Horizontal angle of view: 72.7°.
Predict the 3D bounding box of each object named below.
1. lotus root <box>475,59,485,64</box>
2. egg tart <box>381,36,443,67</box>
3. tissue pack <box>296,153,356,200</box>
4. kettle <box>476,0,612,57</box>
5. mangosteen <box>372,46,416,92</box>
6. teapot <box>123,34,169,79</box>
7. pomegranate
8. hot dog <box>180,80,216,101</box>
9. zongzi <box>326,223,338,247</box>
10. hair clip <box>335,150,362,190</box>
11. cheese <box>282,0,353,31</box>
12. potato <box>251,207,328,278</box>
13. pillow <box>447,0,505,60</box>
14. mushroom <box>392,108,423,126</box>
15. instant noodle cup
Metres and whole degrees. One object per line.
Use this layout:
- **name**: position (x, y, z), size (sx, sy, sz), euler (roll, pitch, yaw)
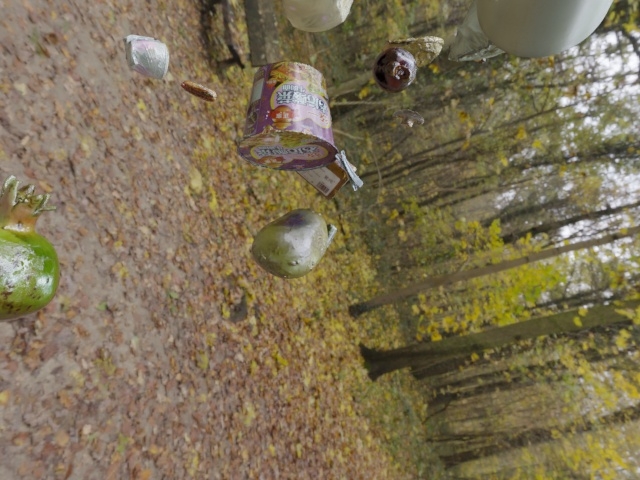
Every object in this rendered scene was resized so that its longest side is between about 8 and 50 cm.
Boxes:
- **lotus root**: position (0.554, -0.708, 1.575), size (0.150, 0.073, 0.062), euler (50, -6, -12)
- **egg tart**: position (0.364, -0.745, 1.723), size (0.232, 0.252, 0.099), euler (14, -69, 57)
- **tissue pack**: position (0.006, -0.293, 1.748), size (0.226, 0.183, 0.092), euler (42, 46, -2)
- **kettle**: position (0.345, -0.403, 0.564), size (0.318, 0.264, 0.205), euler (9, 93, -71)
- **mangosteen**: position (0.249, -0.572, 1.461), size (0.152, 0.152, 0.153), euler (-15, 90, -79)
- **teapot**: position (-0.797, -0.861, 1.988), size (0.178, 0.163, 0.222), euler (2, 80, -34)
- **pomegranate**: position (-0.635, 0.036, 0.905), size (0.286, 0.230, 0.231), euler (-53, 145, -18)
- **hot dog**: position (-0.486, -0.594, 1.736), size (0.062, 0.144, 0.038), euler (138, -30, -62)
- **zongzi**: position (0.000, 0.000, 1.848), size (0.062, 0.154, 0.130), euler (34, -11, -26)
- **hair clip**: position (0.083, -0.195, 1.206), size (0.115, 0.030, 0.039), euler (57, -22, -10)
- **cheese**: position (-0.001, -0.804, 1.386), size (0.127, 0.233, 0.266), euler (22, 88, -66)
- **potato**: position (-0.084, 0.003, 1.412), size (0.307, 0.210, 0.173), euler (-46, 155, -46)
- **pillow**: position (0.487, -0.581, 1.097), size (0.138, 0.310, 0.283), euler (40, 67, -30)
- **mushroom**: position (0.253, -0.355, 1.258), size (0.019, 0.101, 0.049), euler (24, 89, -59)
- **instant noodle cup**: position (-0.104, -0.409, 1.442), size (0.340, 0.339, 0.266), euler (34, 56, -73)
